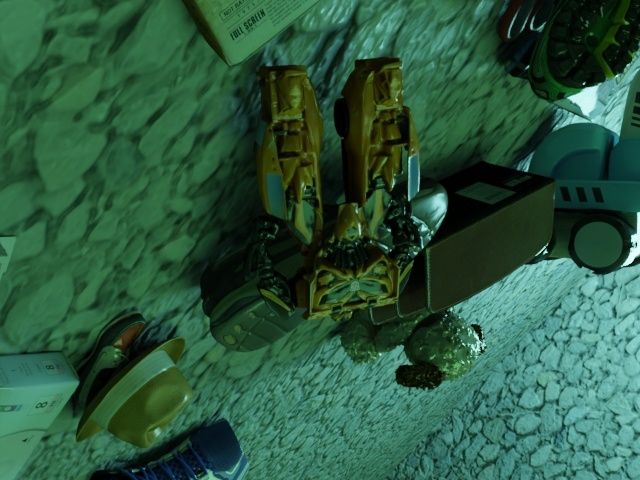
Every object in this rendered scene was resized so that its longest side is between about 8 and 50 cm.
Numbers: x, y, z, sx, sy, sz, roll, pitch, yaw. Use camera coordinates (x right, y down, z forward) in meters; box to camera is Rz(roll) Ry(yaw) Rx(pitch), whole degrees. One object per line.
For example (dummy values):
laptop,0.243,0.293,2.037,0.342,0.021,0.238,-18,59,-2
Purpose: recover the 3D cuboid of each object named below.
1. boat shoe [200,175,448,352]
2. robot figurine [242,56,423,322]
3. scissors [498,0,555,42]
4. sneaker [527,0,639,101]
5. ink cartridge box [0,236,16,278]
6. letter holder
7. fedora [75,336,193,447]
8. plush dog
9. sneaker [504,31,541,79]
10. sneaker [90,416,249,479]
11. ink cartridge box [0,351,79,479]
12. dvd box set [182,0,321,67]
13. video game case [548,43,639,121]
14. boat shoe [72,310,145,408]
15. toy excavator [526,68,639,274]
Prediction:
boat shoe,0.000,0.000,0.830,0.356,0.130,0.132,-28,146,-14
robot figurine,0.018,-0.041,0.685,0.211,0.085,0.290,-10,109,-16
scissors,0.319,-0.388,0.812,0.109,0.021,0.297,-17,143,-40
sneaker,0.379,-0.336,0.856,0.343,0.134,0.146,-53,-175,-9
ink cartridge box,-0.310,0.024,0.566,0.083,0.028,0.048,-7,136,-49
letter holder,0.228,0.027,1.052,0.302,0.152,0.214,-24,121,-31
fedora,-0.224,0.211,0.836,0.194,0.079,0.194,-47,171,-10
plush dog,0.200,0.162,1.204,0.263,0.225,0.210,-24,147,-31
sneaker,0.339,-0.256,0.955,0.188,0.078,0.067,-6,149,-47
sneaker,-0.271,0.418,1.060,0.316,0.127,0.182,-34,153,-14
ink cartridge box,-0.402,0.205,0.676,0.189,0.066,0.232,-52,155,17
dvd box set,-0.026,-0.341,0.389,0.308,0.062,0.420,-41,152,-4
video game case,0.515,-0.342,1.114,0.248,0.035,0.274,-1,131,-52
boat shoe,-0.258,0.145,0.788,0.137,0.043,0.049,-48,150,8
toy excavator,0.548,-0.165,1.162,0.222,0.433,0.444,-4,97,-51
